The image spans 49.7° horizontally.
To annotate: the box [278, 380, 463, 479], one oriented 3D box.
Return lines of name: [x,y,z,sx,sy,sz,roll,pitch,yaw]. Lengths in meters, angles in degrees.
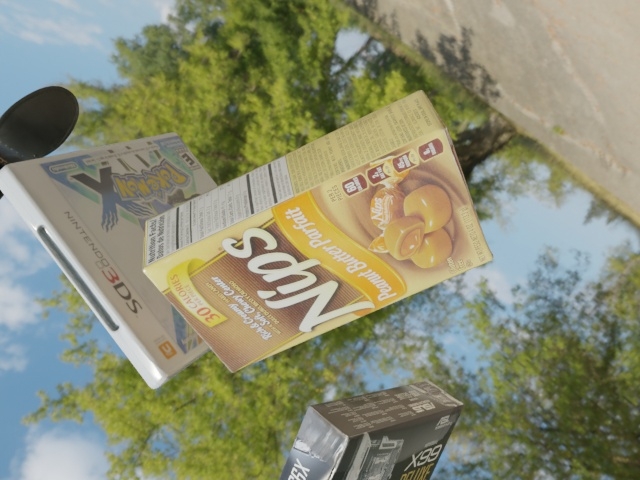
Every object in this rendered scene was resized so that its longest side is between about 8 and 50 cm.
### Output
box: [0.061,0.336,0.987,0.076,0.243,0.307,31,-165,36]

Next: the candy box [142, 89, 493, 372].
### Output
candy box: [0.000,0.000,0.720,0.183,0.316,0.088,59,-170,-38]

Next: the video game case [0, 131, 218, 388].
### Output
video game case: [-0.201,0.000,0.901,0.300,0.036,0.329,52,-153,3]

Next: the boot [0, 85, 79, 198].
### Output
boot: [-0.518,-0.169,1.147,0.091,0.263,0.229,47,176,-31]
